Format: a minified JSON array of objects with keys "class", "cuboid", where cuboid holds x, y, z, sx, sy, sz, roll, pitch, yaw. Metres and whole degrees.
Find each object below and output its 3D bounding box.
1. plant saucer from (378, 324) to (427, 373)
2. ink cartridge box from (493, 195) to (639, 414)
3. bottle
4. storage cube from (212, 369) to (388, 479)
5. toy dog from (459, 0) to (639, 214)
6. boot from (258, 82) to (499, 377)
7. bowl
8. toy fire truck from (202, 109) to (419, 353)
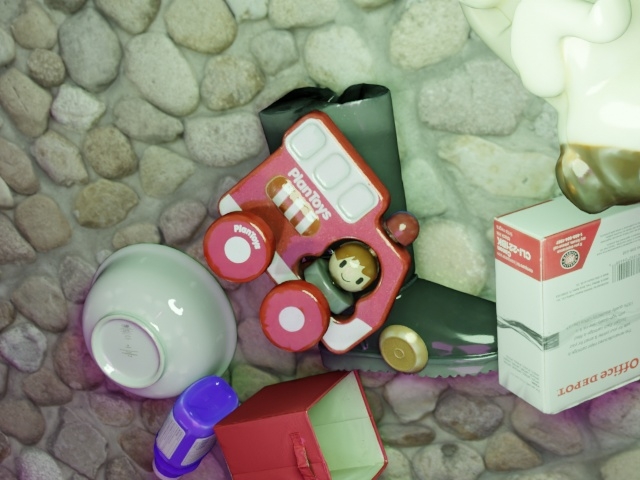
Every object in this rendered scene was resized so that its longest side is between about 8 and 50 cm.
[{"class":"plant saucer","cuboid":[0.121,0.167,1.723,0.083,0.015,0.083,16,122,27]},{"class":"ink cartridge box","cuboid":[0.359,0.083,1.630,0.114,0.197,0.273,30,131,56]},{"class":"bottle","cuboid":[-0.234,0.345,2.037,0.092,0.118,0.283,46,142,11]},{"class":"storage cube","cuboid":[-0.030,0.343,1.915,0.193,0.215,0.184,-15,98,29]},{"class":"toy dog","cuboid":[0.320,-0.233,1.390,0.408,0.284,0.395,62,155,15]},{"class":"boot","cuboid":[0.123,-0.022,1.737,0.367,0.146,0.445,-4,107,23]},{"class":"bowl","cuboid":[-0.305,0.165,1.996,0.297,0.134,0.298,9,117,18]},{"class":"toy fire truck","cuboid":[0.000,0.000,1.638,0.254,0.169,0.302,-39,90,20]}]
